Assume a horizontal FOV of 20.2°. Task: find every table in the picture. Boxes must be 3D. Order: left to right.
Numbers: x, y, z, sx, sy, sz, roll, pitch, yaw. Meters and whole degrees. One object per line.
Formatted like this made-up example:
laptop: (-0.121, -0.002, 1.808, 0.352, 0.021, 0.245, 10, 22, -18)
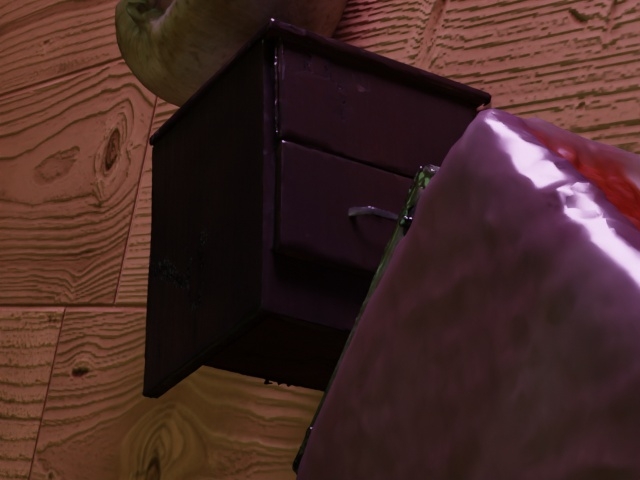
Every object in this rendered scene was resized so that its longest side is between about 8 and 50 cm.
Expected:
table: (0.000, 0.000, 1.144, 0.172, 0.169, 0.193, -37, 45, 50)

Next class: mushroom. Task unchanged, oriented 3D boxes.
mushroom: (-0.072, -0.211, 1.358, 0.189, 0.195, 0.254, 51, 124, 53)

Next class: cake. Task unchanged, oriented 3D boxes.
cake: (0.151, 0.111, 0.741, 0.230, 0.237, 0.309, -62, 29, 20)

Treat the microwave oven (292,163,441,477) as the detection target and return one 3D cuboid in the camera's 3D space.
microwave oven: (0.082, 0.084, 0.986, 0.205, 0.129, 0.163, -67, 22, 14)
